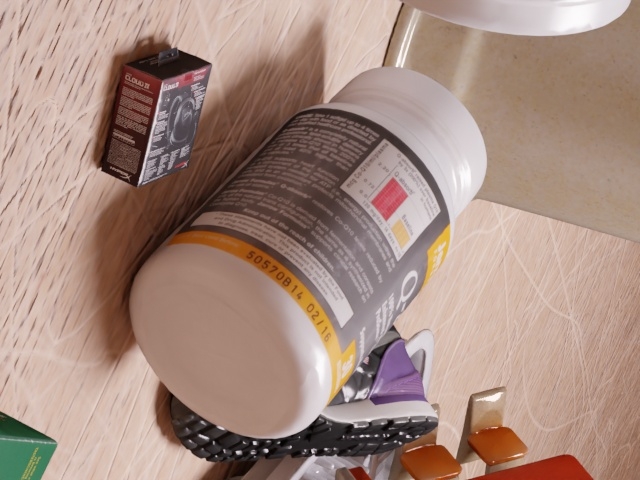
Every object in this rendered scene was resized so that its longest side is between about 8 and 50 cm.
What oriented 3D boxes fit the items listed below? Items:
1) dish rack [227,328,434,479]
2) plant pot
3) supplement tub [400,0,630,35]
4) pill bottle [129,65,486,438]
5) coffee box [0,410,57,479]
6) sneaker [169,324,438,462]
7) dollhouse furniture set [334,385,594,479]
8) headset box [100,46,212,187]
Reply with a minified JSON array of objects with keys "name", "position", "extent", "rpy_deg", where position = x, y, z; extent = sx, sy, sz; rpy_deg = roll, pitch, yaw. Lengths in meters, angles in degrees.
[{"name":"dish rack","position":[-0.014,0.246,1.716],"extent":[0.333,0.072,0.285],"rpy_deg":[-46,153,-42]},{"name":"plant pot","position":[0.260,-0.135,1.626],"extent":[0.334,0.305,0.334],"rpy_deg":[-51,155,-35]},{"name":"supplement tub","position":[0.144,-0.327,1.223],"extent":[0.241,0.241,0.331],"rpy_deg":[-41,148,-48]},{"name":"pill bottle","position":[0.000,0.000,1.349],"extent":[0.278,0.162,0.162],"rpy_deg":[-47,153,-39]},{"name":"coffee box","position":[-0.227,0.096,0.972],"extent":[0.040,0.113,0.184],"rpy_deg":[-67,161,0]},{"name":"sneaker","position":[-0.027,0.108,1.526],"extent":[0.107,0.124,0.283],"rpy_deg":[-30,156,33]},{"name":"dollhouse furniture set","position":[0.137,0.245,1.660],"extent":[0.259,0.262,0.135],"rpy_deg":[-12,129,-25]},{"name":"headset box","position":[-0.103,-0.082,1.188],"extent":[0.062,0.032,0.083],"rpy_deg":[-30,139,-58]}]
